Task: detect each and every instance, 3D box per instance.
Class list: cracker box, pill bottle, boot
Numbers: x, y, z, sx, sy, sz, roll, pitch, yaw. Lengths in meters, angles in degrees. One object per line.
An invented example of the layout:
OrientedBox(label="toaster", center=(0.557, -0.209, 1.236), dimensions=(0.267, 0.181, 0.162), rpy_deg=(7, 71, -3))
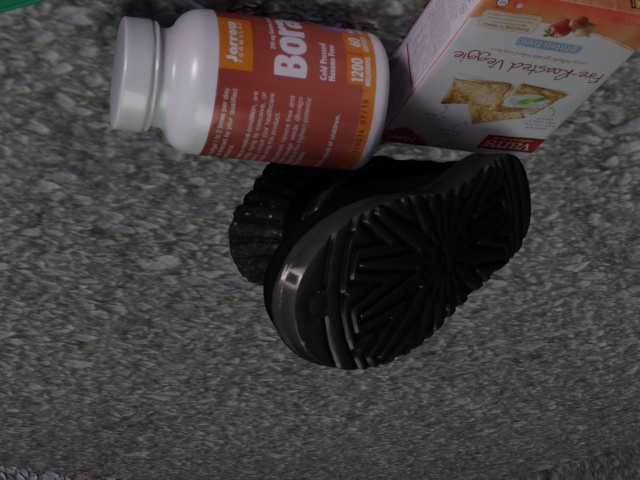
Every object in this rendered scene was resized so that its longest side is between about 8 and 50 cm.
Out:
OrientedBox(label="cracker box", center=(0.160, -0.158, 0.932), dimensions=(0.156, 0.067, 0.232), rpy_deg=(5, 155, -18))
OrientedBox(label="pill bottle", center=(-0.061, -0.127, 0.904), dimensions=(0.216, 0.121, 0.121), rpy_deg=(4, 154, -18))
OrientedBox(label="boot", center=(0.001, 0.004, 0.966), dimensions=(0.260, 0.131, 0.348), rpy_deg=(6, -162, 37))

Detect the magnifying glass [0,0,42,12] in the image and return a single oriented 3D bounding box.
OrientedBox(label="magnifying glass", center=(-0.274, -0.193, 0.853), dimensions=(0.231, 0.026, 0.092), rpy_deg=(-27, 147, 37))
